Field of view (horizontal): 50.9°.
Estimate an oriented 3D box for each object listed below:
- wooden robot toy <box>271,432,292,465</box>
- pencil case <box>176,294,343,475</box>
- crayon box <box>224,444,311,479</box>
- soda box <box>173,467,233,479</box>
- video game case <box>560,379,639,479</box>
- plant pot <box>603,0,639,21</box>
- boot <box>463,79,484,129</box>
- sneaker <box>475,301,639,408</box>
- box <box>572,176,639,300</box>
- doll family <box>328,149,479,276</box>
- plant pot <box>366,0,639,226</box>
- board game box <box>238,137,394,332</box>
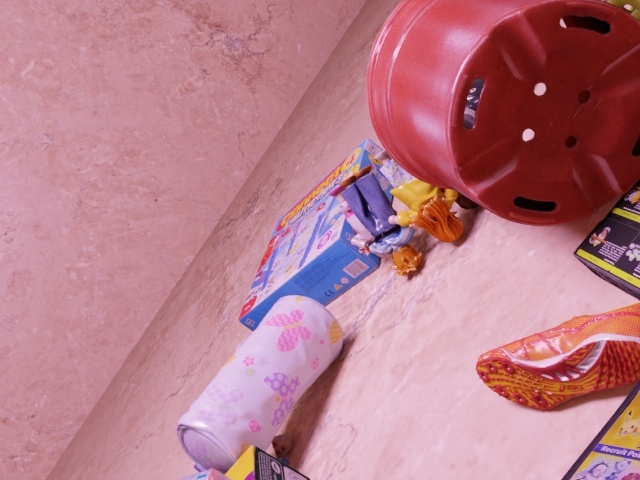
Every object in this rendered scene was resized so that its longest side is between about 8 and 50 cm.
[{"bbox_3d":[-0.115,0.326,0.935,0.173,0.079,0.076,-54,17,-4],"label":"wooden robot toy"},{"bbox_3d":[-0.076,0.198,0.929,0.273,0.124,0.113,-51,-14,-38],"label":"pencil case"},{"bbox_3d":[-0.120,0.440,0.674,0.313,0.106,0.363,-51,17,9],"label":"crayon box"},{"bbox_3d":[-0.142,0.297,0.725,0.183,0.063,0.058,-34,23,48],"label":"soda box"},{"bbox_3d":[0.220,0.157,0.326,0.248,0.035,0.275,-40,9,-23],"label":"video game case"},{"bbox_3d":[0.386,-0.375,0.746,0.228,0.227,0.207,-63,24,-5],"label":"plant pot"},{"bbox_3d":[0.243,-0.251,1.133,0.179,0.085,0.236,-52,23,-5],"label":"boot"},{"bbox_3d":[0.211,0.101,0.581,0.175,0.064,0.067,-25,12,48],"label":"sneaker"},{"bbox_3d":[0.320,-0.022,0.536,0.184,0.045,0.191,-53,17,6],"label":"box"},{"bbox_3d":[0.110,-0.040,0.948,0.263,0.163,0.118,-34,0,41],"label":"doll family"},{"bbox_3d":[0.200,-0.149,0.703,0.272,0.272,0.265,-49,16,12],"label":"plant pot"},{"bbox_3d":[0.000,0.000,1.269,0.308,0.086,0.302,-40,21,37],"label":"board game box"}]
